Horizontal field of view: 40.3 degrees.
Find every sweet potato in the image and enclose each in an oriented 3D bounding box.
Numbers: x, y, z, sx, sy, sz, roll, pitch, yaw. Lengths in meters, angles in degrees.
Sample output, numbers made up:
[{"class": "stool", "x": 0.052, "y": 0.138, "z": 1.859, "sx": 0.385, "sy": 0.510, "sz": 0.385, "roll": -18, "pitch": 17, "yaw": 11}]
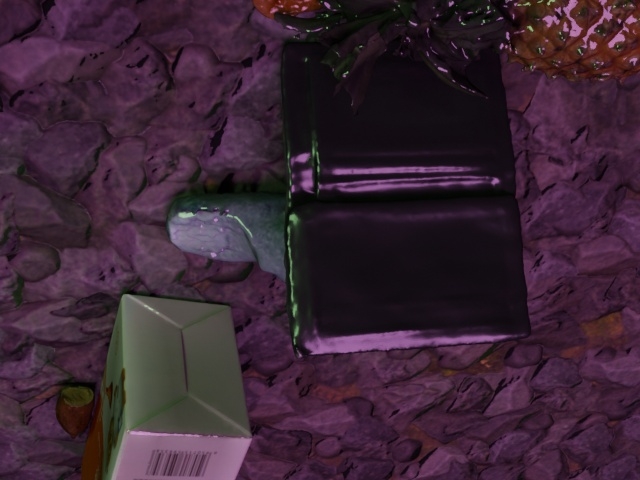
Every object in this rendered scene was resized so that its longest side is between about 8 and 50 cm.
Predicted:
[{"class": "sweet potato", "x": -0.327, "y": 0.234, "z": 1.160, "sx": 0.049, "sy": 0.049, "sz": 0.117, "roll": 4, "pitch": 138, "yaw": -15}]

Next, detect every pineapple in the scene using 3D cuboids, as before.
[{"class": "pineapple", "x": 0.140, "y": -0.210, "z": 0.822, "sx": 0.364, "sy": 0.166, "sz": 0.166, "roll": -8, "pitch": 130, "yaw": -8}]

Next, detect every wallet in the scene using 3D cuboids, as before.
[{"class": "wallet", "x": 0.080, "y": -0.051, "z": 0.884, "sx": 0.247, "sy": 0.323, "sz": 0.041, "roll": -3, "pitch": 170, "yaw": -8}]

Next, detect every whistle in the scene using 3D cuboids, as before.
[{"class": "whistle", "x": 0.000, "y": 0.000, "z": 0.988, "sx": 0.347, "sy": 0.189, "sz": 0.189, "roll": 15, "pitch": 127, "yaw": 4}]

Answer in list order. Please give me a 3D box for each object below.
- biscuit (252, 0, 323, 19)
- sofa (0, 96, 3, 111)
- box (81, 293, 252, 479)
[{"class": "biscuit", "x": -0.003, "y": -0.354, "z": 0.748, "sx": 0.202, "sy": 0.047, "sz": 0.334, "roll": 22, "pitch": 123, "yaw": -28}, {"class": "sofa", "x": -0.365, "y": -0.176, "z": 0.815, "sx": 0.085, "sy": 0.060, "sz": 0.147, "roll": -25, "pitch": 132, "yaw": -13}, {"class": "box", "x": -0.208, "y": 0.267, "z": 1.091, "sx": 0.143, "sy": 0.225, "sz": 0.341, "roll": 9, "pitch": 126, "yaw": -20}]
